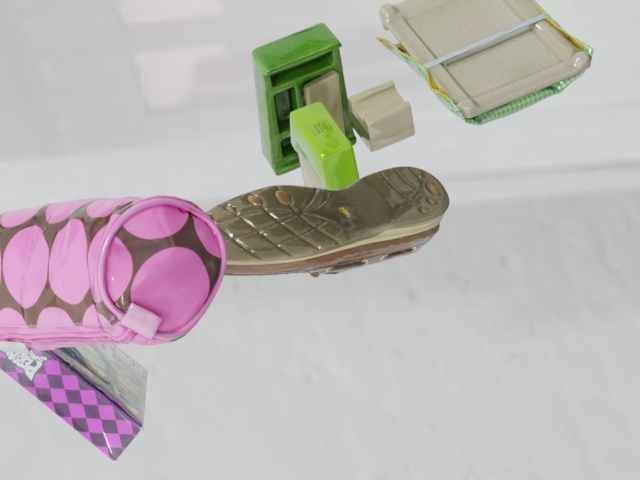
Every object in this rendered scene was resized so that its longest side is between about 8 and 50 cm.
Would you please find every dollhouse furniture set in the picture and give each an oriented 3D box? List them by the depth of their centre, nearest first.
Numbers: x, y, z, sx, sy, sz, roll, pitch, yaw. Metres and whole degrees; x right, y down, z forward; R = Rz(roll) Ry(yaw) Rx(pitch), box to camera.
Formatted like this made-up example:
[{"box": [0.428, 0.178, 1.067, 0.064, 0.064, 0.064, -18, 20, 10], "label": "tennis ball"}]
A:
[{"box": [0.105, -0.138, 1.757, 0.197, 0.301, 0.151, 56, 163, 40], "label": "dollhouse furniture set"}]

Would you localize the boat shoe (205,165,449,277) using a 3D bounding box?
[{"box": [0.000, 0.000, 1.143, 0.060, 0.178, 0.064, 101, 151, -47], "label": "boat shoe"}]

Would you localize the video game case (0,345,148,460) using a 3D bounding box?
[{"box": [-0.242, 0.071, 1.410, 0.042, 0.232, 0.210, -49, 8, 3], "label": "video game case"}]

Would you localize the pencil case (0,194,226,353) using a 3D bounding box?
[{"box": [-0.150, 0.026, 1.064, 0.209, 0.095, 0.098, -9, 44, 52], "label": "pencil case"}]
